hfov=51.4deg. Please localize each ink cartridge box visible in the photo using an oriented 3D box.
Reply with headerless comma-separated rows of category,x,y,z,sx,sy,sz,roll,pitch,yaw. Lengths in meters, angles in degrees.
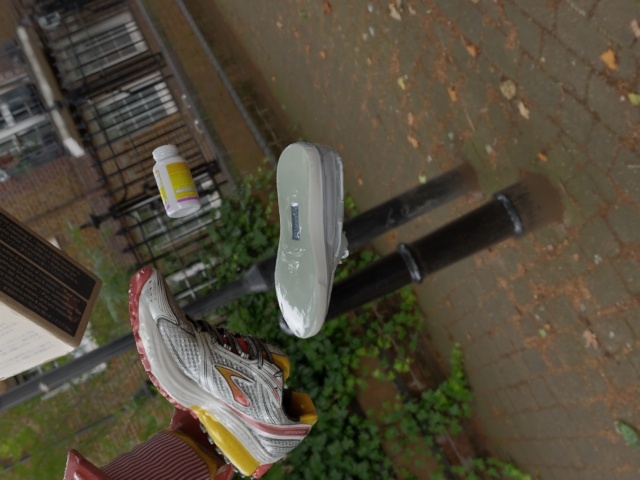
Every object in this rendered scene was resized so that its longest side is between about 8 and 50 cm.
ink cartridge box,-0.359,0.052,0.622,0.193,0.234,0.088,46,-145,-34

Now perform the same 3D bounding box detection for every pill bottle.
pill bottle,-0.178,-0.073,0.813,0.043,0.043,0.083,106,145,-80

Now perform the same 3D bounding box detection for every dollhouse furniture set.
dollhouse furniture set,-0.099,0.358,0.760,0.373,0.152,0.201,25,-163,20

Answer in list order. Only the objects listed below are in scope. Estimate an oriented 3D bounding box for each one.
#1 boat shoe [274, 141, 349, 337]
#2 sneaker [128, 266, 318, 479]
boat shoe,-0.001,-0.001,0.777,0.079,0.081,0.228,11,105,48
sneaker,-0.082,0.102,0.566,0.225,0.092,0.088,56,180,-31
